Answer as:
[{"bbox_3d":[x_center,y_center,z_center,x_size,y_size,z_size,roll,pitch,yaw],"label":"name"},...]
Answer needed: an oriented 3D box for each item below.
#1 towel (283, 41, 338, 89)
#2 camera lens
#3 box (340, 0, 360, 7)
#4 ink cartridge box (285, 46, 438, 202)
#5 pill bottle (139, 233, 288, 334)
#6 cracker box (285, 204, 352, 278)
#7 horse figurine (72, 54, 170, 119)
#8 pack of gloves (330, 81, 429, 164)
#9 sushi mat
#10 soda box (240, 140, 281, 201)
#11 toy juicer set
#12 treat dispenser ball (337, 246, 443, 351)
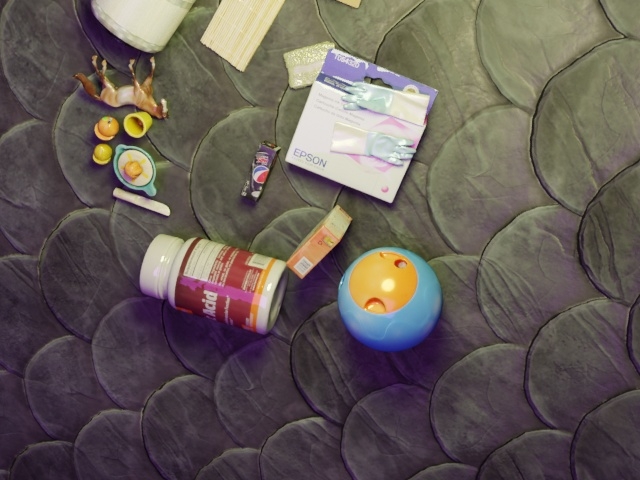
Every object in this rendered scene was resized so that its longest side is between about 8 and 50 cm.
[{"bbox_3d":[-0.024,-0.479,1.887,0.148,0.027,0.110,-8,104,14],"label":"towel"},{"bbox_3d":[-0.455,-0.655,1.822,0.219,0.219,0.274,41,110,-2],"label":"camera lens"},{"bbox_3d":[0.058,-0.725,1.771,0.164,0.021,0.201,18,113,-11],"label":"box"},{"bbox_3d":[0.109,-0.310,1.876,0.324,0.071,0.330,21,111,-1],"label":"ink cartridge box"},{"bbox_3d":[-0.310,0.120,2.023,0.392,0.224,0.224,15,109,7],"label":"pill bottle"},{"bbox_3d":[0.000,0.000,1.917,0.067,0.232,0.156,43,110,-4],"label":"cracker box"},{"bbox_3d":[-0.568,-0.441,1.985,0.263,0.066,0.174,1,124,3],"label":"horse figurine"},{"bbox_3d":[0.153,-0.306,1.815,0.232,0.046,0.195,12,106,2],"label":"pack of gloves"},{"bbox_3d":[-0.193,-0.637,1.880,0.151,0.019,0.316,35,110,1],"label":"sushi mat"},{"bbox_3d":[-0.173,-0.199,1.985,0.053,0.060,0.169,25,110,3],"label":"soda box"},{"bbox_3d":[-0.577,-0.214,2.033,0.209,0.089,0.329,1,115,15],"label":"toy juicer set"},{"bbox_3d":[0.191,0.161,1.896,0.288,0.288,0.288,3,107,11],"label":"treat dispenser ball"}]
